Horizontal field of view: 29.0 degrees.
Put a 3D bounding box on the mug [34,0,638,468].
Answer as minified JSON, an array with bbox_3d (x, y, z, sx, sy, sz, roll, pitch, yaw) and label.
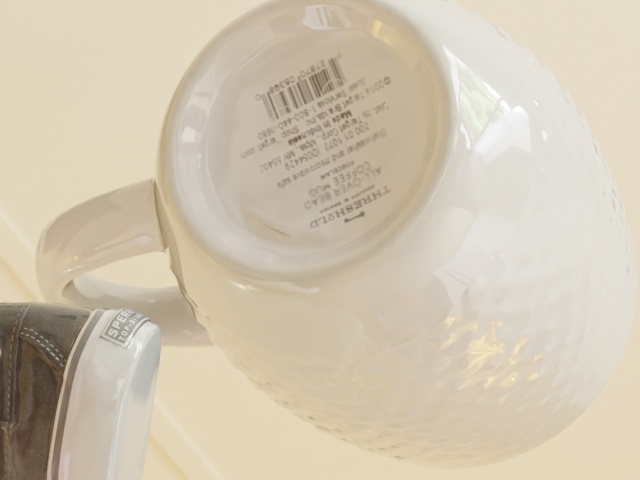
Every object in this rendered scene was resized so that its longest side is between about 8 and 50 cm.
[{"bbox_3d":[0.000,0.000,0.796,0.374,0.276,0.328,-13,-20,16],"label":"mug"}]

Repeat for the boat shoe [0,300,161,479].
[{"bbox_3d":[-0.119,0.131,0.464,0.076,0.080,0.228,13,-79,4],"label":"boat shoe"}]
